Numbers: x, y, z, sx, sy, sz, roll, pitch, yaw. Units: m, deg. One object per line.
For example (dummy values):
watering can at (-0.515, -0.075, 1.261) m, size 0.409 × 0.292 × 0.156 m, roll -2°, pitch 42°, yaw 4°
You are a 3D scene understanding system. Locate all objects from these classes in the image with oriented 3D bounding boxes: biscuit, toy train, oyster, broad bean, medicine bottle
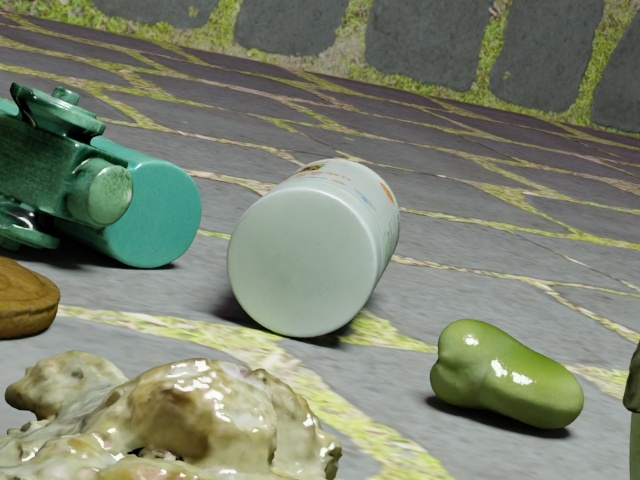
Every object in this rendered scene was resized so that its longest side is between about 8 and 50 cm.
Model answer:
biscuit at (-0.208, 0.015, 0.844) m, size 0.175 × 0.026 × 0.124 m, roll 7°, pitch 11°, yaw -34°
toy train at (-0.187, -0.052, 1.089) m, size 0.248 × 0.101 × 0.159 m, roll 22°, pitch 0°, yaw 37°
oyster at (-0.069, 0.073, 0.562) m, size 0.163 × 0.081 × 0.191 m, roll 1°, pitch 11°, yaw -35°
broad bean at (0.096, 0.071, 0.906) m, size 0.083 × 0.045 × 0.063 m, roll 20°, pitch 10°, yaw -8°
medicine bottle at (0.000, 0.000, 1.049) m, size 0.086 × 0.086 × 0.183 m, roll 14°, pitch 9°, yaw 4°

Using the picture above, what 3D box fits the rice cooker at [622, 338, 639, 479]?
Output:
rice cooker at (0.241, 0.070, 0.571) m, size 0.244 × 0.226 × 0.226 m, roll 9°, pitch 11°, yaw -33°
